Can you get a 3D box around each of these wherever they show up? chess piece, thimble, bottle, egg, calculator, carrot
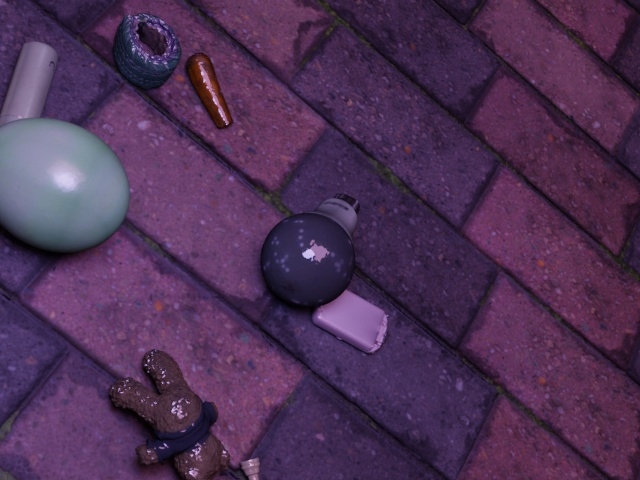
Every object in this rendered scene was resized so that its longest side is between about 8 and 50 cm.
[{"bbox_3d":[-0.116,0.436,1.848,0.035,0.035,0.092,-9,77,-30],"label":"chess piece"},{"bbox_3d":[-0.341,-0.376,2.050,0.118,0.090,0.135,-12,72,-34],"label":"thimble"},{"bbox_3d":[-0.539,-0.265,1.907,0.072,0.072,0.202,18,61,-20],"label":"bottle"},{"bbox_3d":[-0.460,-0.097,1.786,0.269,0.220,0.220,30,57,-2],"label":"egg"},{"bbox_3d":[0.058,0.152,2.062,0.175,0.032,0.100,30,57,-13],"label":"calculator"},{"bbox_3d":[-0.224,-0.302,2.106,0.055,0.055,0.162,-21,87,-33],"label":"carrot"}]

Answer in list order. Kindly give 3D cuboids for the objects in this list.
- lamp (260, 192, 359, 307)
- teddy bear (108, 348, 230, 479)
[{"bbox_3d":[-0.017,-0.005,2.033,0.181,0.182,0.314,27,38,-15],"label":"lamp"},{"bbox_3d":[-0.250,0.307,1.774,0.182,0.129,0.251,-35,87,-32],"label":"teddy bear"}]
